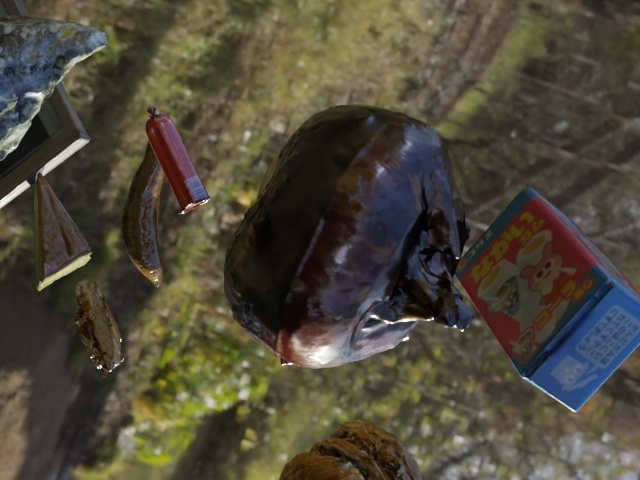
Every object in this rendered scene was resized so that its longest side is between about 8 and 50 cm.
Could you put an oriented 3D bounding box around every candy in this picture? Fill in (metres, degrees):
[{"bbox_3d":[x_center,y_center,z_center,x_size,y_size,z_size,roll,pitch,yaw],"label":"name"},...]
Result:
[{"bbox_3d":[0.286,0.064,1.558,0.157,0.100,0.306,-51,-156,12],"label":"candy"}]

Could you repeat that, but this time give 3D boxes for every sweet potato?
[{"bbox_3d":[-0.251,-0.056,1.769,0.059,0.069,0.249,-10,110,-51],"label":"sweet potato"}]

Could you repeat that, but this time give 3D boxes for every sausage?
[{"bbox_3d":[-0.196,-0.109,1.638,0.050,0.145,0.048,-25,-178,34],"label":"sausage"}]

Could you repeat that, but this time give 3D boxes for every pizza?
[{"bbox_3d":[-0.407,0.177,2.278,0.194,0.069,0.154,-112,-172,-51],"label":"pizza"}]

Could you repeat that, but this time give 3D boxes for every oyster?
[{"bbox_3d":[-0.364,-0.130,1.222,0.351,0.158,0.162,-36,169,-27],"label":"oyster"}]

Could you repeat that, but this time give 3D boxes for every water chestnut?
[{"bbox_3d":[0.050,0.012,1.320,0.300,0.300,0.300,20,90,-87],"label":"water chestnut"}]

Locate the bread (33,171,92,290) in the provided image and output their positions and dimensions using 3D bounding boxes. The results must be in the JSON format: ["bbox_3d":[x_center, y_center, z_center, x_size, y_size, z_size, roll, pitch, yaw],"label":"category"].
[{"bbox_3d":[-0.396,-0.013,1.751,0.084,0.139,0.074,-32,178,-22],"label":"bread"}]

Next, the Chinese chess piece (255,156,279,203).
[{"bbox_3d":[0.000,0.000,2.203,0.338,0.141,0.338,12,-77,61],"label":"Chinese chess piece"}]

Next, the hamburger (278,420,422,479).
[{"bbox_3d":[0.065,0.455,2.164,0.211,0.260,0.245,-24,171,-36],"label":"hamburger"}]

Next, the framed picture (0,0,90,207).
[{"bbox_3d":[-0.554,-0.235,1.859,0.326,0.446,0.028,-35,158,15],"label":"framed picture"}]
